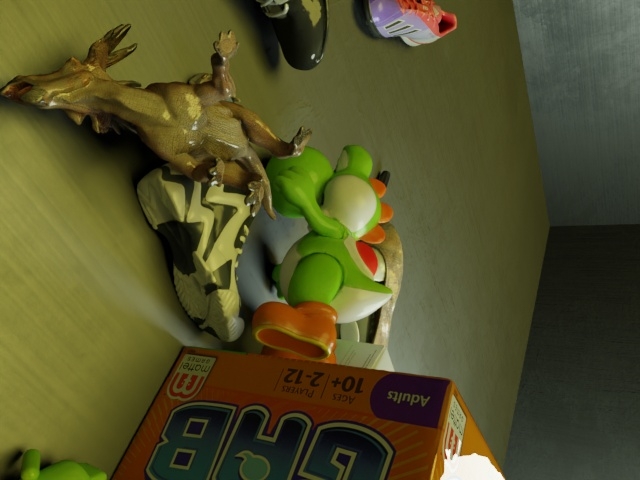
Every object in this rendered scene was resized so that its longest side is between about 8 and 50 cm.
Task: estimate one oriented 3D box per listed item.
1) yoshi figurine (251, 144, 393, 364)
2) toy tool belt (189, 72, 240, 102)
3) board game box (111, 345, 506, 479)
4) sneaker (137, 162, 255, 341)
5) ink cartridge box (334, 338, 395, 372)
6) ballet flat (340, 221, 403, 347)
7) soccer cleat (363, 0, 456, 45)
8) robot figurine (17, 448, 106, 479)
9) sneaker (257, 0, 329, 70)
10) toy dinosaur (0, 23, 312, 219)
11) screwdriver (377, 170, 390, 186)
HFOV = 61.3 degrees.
[{"bbox_3d":[-0.027,-0.001,0.769,0.203,0.203,0.362,41,48,-32],"label":"yoshi figurine"},{"bbox_3d":[-0.132,-0.185,0.713,0.052,0.051,0.083,-61,137,-38],"label":"toy tool belt"},{"bbox_3d":[-0.011,0.377,0.607,0.356,0.356,0.357,57,44,-40],"label":"board game box"},{"bbox_3d":[-0.118,-0.001,0.689,0.153,0.094,0.235,-37,110,-42],"label":"sneaker"},{"bbox_3d":[0.018,0.221,0.810,0.082,0.190,0.140,-50,129,-44],"label":"ink cartridge box"},{"bbox_3d":[0.087,0.108,1.009,0.106,0.107,0.316,18,73,-49],"label":"ballet flat"},{"bbox_3d":[0.196,-0.494,1.176,0.318,0.116,0.109,-16,102,-57],"label":"soccer cleat"},{"bbox_3d":[-0.255,0.247,0.493,0.115,0.067,0.101,-11,107,-57],"label":"robot figurine"},{"bbox_3d":[-0.088,-0.395,0.751,0.146,0.122,0.331,-31,118,-34],"label":"sneaker"},{"bbox_3d":[-0.141,-0.124,0.569,0.295,0.200,0.127,33,79,-58],"label":"toy dinosaur"},{"bbox_3d":[0.109,-0.080,1.130,0.170,0.025,0.024,-61,138,-25],"label":"screwdriver"}]
